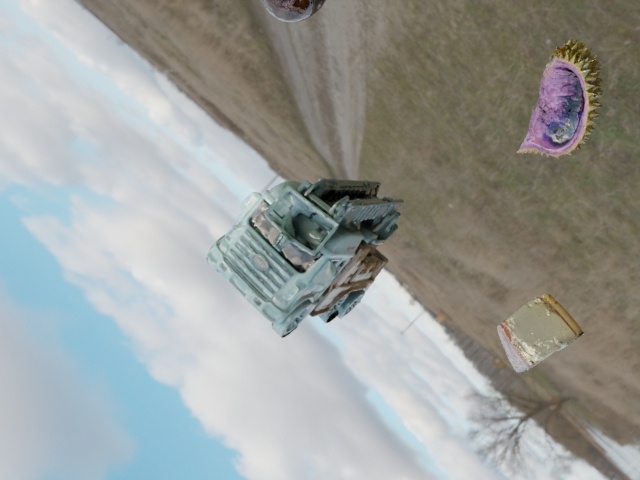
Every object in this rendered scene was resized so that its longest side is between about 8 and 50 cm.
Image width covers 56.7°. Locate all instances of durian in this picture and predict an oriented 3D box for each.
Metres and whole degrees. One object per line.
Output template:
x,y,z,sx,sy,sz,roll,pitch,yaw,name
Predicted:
0.591,-0.334,1.393,0.154,0.186,0.260,24,145,25,durian

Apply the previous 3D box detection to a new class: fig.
-0.034,-0.364,0.788,0.103,0.109,0.154,27,-127,-30,fig

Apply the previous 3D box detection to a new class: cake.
0.365,0.164,1.013,0.090,0.109,0.225,54,-177,21,cake

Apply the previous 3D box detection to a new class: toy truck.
0.000,0.000,0.733,0.133,0.184,0.338,43,-167,16,toy truck
